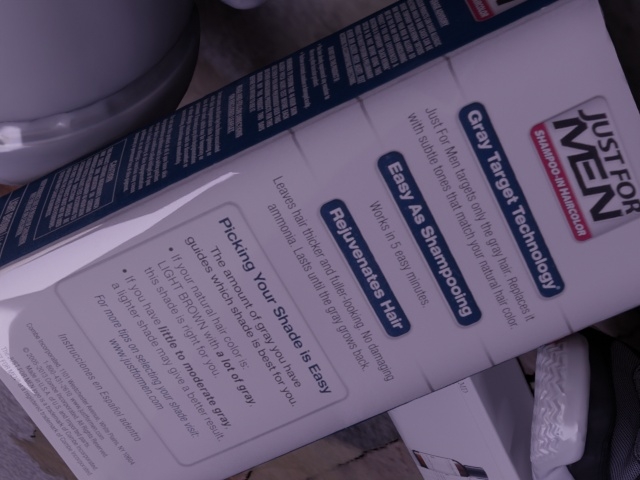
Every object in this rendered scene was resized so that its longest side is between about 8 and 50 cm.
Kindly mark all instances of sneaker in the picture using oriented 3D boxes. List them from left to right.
[{"bbox_3d":[0.216,0.105,0.676,0.153,0.101,0.268,1,167,24],"label":"sneaker"}]

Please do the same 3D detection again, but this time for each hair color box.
[{"bbox_3d":[0.000,0.000,0.615,0.347,0.105,0.174,-24,118,10],"label":"hair color box"}]

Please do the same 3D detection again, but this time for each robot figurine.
[{"bbox_3d":[-0.174,-0.173,0.635,0.300,0.200,0.353,-2,137,1],"label":"robot figurine"}]

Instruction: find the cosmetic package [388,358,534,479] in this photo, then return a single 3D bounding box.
[{"bbox_3d":[0.114,0.142,0.883,0.099,0.060,0.239,0,132,38],"label":"cosmetic package"}]
